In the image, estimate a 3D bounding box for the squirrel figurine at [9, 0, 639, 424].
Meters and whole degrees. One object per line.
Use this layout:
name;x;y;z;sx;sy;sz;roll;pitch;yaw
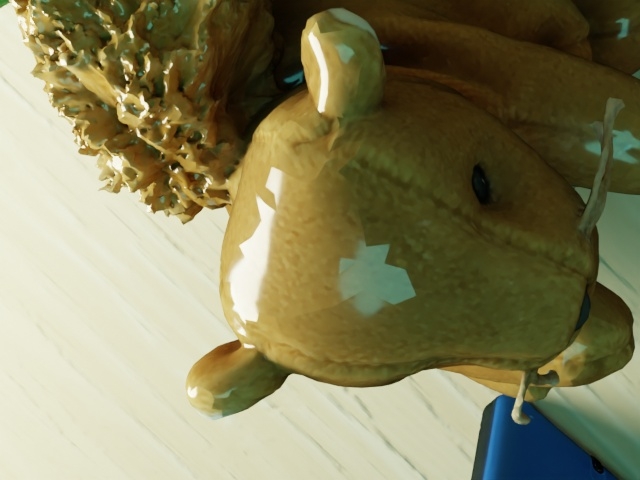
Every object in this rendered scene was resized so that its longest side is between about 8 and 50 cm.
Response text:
squirrel figurine;-0.007;-0.047;0.794;0.397;0.370;0.281;26;110;6

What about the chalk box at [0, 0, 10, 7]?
chalk box;-0.263;-0.251;0.838;0.179;0.180;0.288;-1;119;36

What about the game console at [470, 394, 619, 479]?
game console;0.143;0.293;1.005;0.250;0.293;0.173;40;118;-10
